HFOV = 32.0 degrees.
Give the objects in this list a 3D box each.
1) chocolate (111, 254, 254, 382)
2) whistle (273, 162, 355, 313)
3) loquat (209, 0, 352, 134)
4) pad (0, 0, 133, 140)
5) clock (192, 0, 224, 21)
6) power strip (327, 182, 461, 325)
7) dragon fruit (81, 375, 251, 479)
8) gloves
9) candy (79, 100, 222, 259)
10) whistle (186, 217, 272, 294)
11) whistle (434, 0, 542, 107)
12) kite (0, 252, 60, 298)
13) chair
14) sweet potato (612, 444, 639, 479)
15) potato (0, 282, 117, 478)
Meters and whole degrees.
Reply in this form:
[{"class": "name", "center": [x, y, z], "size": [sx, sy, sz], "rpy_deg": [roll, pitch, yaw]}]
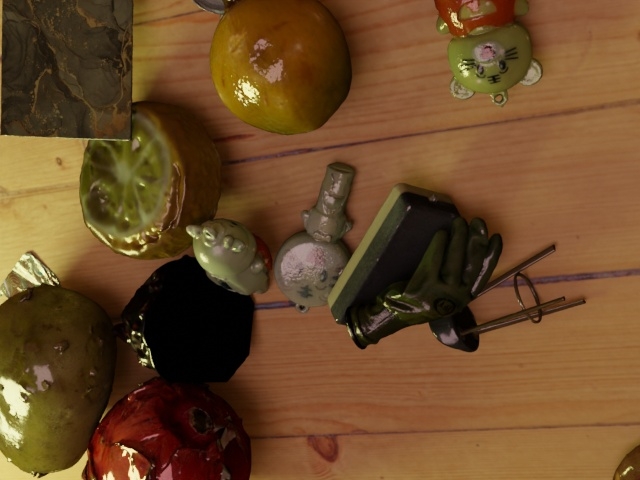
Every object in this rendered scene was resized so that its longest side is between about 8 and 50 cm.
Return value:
[{"class": "chocolate", "center": [-0.254, 0.123, 1.870], "size": [0.177, 0.224, 0.206], "rpy_deg": [5, 89, 46]}, {"class": "whistle", "center": [0.000, 0.000, 1.771], "size": [0.126, 0.067, 0.258], "rpy_deg": [14, 112, -2]}, {"class": "loquat", "center": [-0.067, -0.274, 1.601], "size": [0.213, 0.213, 0.246], "rpy_deg": [-27, 113, 28]}, {"class": "pad", "center": [-0.402, -0.343, 1.760], "size": [0.248, 0.007, 0.367], "rpy_deg": [3, 94, 21]}, {"class": "clock", "center": [-0.143, -0.415, 1.660], "size": [0.156, 0.063, 0.229], "rpy_deg": [5, 111, 19]}, {"class": "power strip", "center": [0.113, 0.025, 1.710], "size": [0.105, 0.070, 0.256], "rpy_deg": [12, 125, -30]}, {"class": "dragon fruit", "center": [-0.262, 0.382, 1.908], "size": [0.296, 0.295, 0.301], "rpy_deg": [35, 133, 5]}, {"class": "gloves", "center": [0.158, 0.072, 1.657], "size": [0.268, 0.135, 0.107], "rpy_deg": [-40, 72, 11]}, {"class": "candy", "center": [-0.274, -0.096, 1.778], "size": [0.260, 0.118, 0.259], "rpy_deg": [2, 94, 34]}, {"class": "whistle", "center": [-0.133, 0.030, 1.759], "size": [0.106, 0.253, 0.101], "rpy_deg": [-38, 61, -3]}, {"class": "whistle", "center": [0.218, -0.321, 1.528], "size": [0.131, 0.106, 0.288], "rpy_deg": [-10, 107, 18]}, {"class": "kite", "center": [-0.566, 0.122, 2.074], "size": [0.229, 0.016, 0.127], "rpy_deg": [-36, 92, 29]}, {"class": "chair", "center": [0.280, 0.105, 1.688], "size": [0.222, 0.104, 0.095], "rpy_deg": [-22, 131, 24]}, {"class": "sweet potato", "center": [0.527, 0.323, 1.692], "size": [0.281, 0.067, 0.059], "rpy_deg": [-38, 56, 34]}, {"class": "potato", "center": [-0.492, 0.248, 1.975], "size": [0.270, 0.219, 0.359], "rpy_deg": [47, 132, 33]}]
